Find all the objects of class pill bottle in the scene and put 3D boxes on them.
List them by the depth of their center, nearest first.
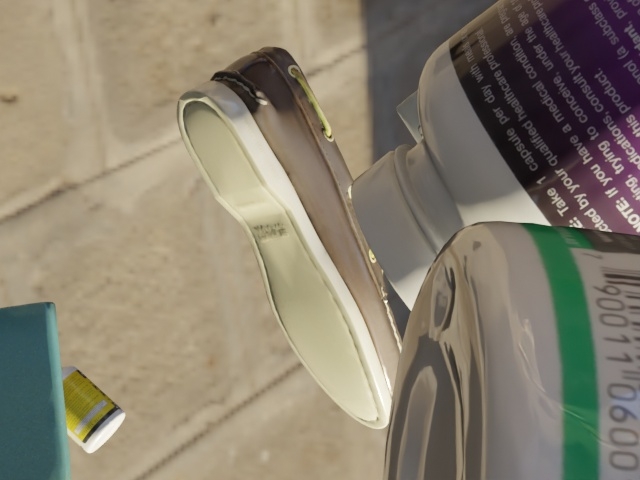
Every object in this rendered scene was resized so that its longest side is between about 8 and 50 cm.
[{"bbox_3d":[0.210,0.110,0.609,0.204,0.361,0.204,-173,-90,-84],"label":"pill bottle"},{"bbox_3d":[0.177,-0.074,0.885,0.181,0.323,0.181,47,19,-21],"label":"pill bottle"},{"bbox_3d":[-0.290,0.187,2.081,0.065,0.116,0.065,-48,173,-8],"label":"pill bottle"}]

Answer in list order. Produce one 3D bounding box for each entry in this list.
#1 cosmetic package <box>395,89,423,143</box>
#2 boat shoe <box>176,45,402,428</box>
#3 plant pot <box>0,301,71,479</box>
[{"bbox_3d":[0.214,-0.141,1.891,0.151,0.183,0.151,-26,82,-46],"label":"cosmetic package"},{"bbox_3d":[0.000,0.000,1.444,0.096,0.116,0.324,-37,108,-30],"label":"boat shoe"},{"bbox_3d":[-0.250,0.185,1.227,0.165,0.166,0.234,-8,76,-12],"label":"plant pot"}]
